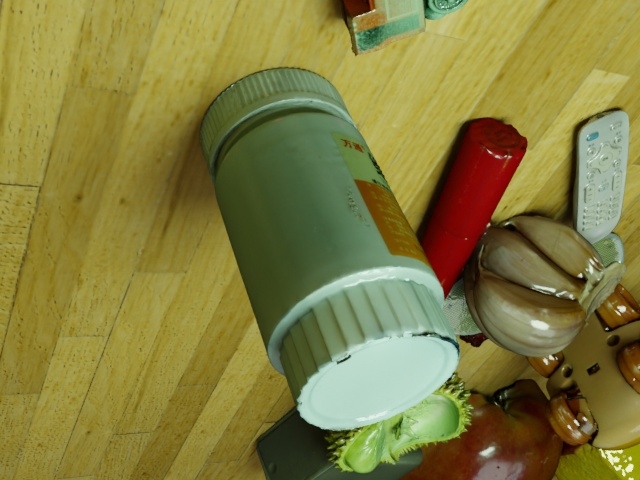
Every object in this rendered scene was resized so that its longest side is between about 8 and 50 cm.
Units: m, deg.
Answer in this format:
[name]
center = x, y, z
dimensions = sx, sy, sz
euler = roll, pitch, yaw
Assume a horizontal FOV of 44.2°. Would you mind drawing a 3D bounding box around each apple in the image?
[apple]
center = 0.306, 0.430, 1.543
dimensions = 0.295, 0.329, 0.365
euler = 25, 129, 5

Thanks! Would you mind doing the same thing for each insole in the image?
[insole]
center = 0.312, 0.063, 1.169
dimensions = 0.322, 0.007, 0.109
euler = -17, 112, -10

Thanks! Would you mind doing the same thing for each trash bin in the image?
[trash bin]
center = 0.037, 0.365, 1.353
dimensions = 0.240, 0.122, 0.164
euler = 19, 127, -44

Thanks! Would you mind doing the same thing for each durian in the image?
[durian]
center = 0.104, 0.232, 1.174
dimensions = 0.200, 0.176, 0.237
euler = 15, 135, -45

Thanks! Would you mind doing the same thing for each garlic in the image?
[garlic]
center = 0.270, 0.075, 1.039
dimensions = 0.214, 0.191, 0.160
euler = -46, 154, -36

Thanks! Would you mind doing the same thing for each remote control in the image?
[remote control]
center = 0.362, -0.077, 1.036
dimensions = 0.073, 0.044, 0.229
euler = -23, 135, -5

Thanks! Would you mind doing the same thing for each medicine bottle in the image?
[medicine bottle]
center = 0.000, 0.000, 0.713
dimensions = 0.158, 0.318, 0.158
euler = -13, 141, -11

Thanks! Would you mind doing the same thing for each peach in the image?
[peach]
center = 0.661, 0.425, 1.650
dimensions = 0.380, 0.242, 0.306
euler = -40, 163, 1

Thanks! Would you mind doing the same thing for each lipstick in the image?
[lipstick]
center = 0.172, -0.024, 0.979
dimensions = 0.073, 0.073, 0.280
euler = -7, 141, -20

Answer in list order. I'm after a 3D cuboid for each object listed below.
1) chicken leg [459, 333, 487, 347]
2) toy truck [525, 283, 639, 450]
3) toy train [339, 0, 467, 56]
[chicken leg]
center = 0.314, 0.103, 1.226
dimensions = 0.219, 0.048, 0.089
euler = -32, 145, 13
[toy truck]
center = 0.468, 0.202, 1.261
dimensions = 0.211, 0.288, 0.204
euler = 30, 121, -33
[toy train]
center = 0.063, -0.245, 0.651
dimensions = 0.118, 0.074, 0.176
euler = -19, 145, 1
